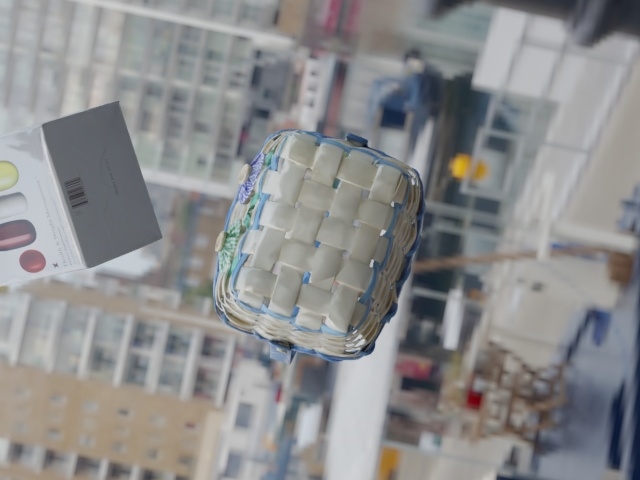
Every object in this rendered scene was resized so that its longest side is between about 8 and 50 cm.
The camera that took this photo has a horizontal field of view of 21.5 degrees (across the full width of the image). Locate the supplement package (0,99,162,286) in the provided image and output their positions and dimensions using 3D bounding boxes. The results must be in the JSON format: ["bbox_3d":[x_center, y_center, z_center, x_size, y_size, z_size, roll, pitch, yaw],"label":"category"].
[{"bbox_3d":[-0.351,-0.058,2.216,0.149,0.203,0.194,-24,-81,-49],"label":"supplement package"}]

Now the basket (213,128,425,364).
[{"bbox_3d":[0.000,0.000,1.771,0.289,0.201,0.255,68,-140,-80],"label":"basket"}]
